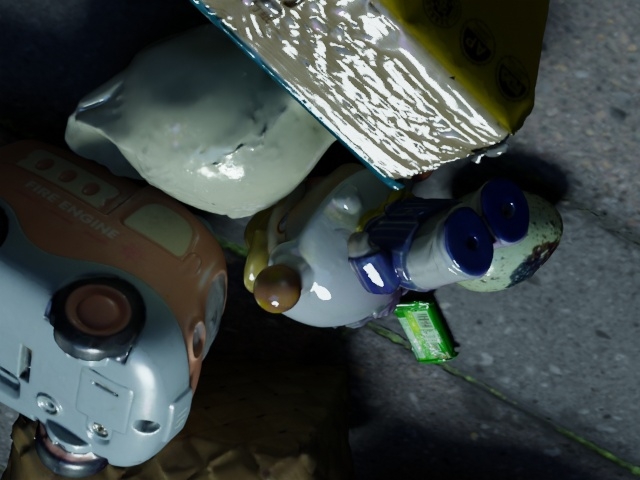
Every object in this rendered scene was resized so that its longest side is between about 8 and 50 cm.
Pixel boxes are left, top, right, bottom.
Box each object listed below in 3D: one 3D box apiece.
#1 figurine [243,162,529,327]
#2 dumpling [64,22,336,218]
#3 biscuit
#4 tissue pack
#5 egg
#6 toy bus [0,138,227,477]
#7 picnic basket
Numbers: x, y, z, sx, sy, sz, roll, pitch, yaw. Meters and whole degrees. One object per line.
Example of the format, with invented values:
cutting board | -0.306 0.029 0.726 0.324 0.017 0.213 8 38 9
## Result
figurine | 0.056 -0.004 1.257 0.274 0.194 0.133 -19 114 37
dumpling | -0.067 -0.089 1.265 0.258 0.147 0.193 -12 161 20
biscuit | 0.096 0.082 1.466 0.046 0.016 0.089 -7 131 25
tissue pack | 0.025 -0.192 1.082 0.134 0.192 0.271 -27 122 38
egg | 0.146 -0.002 1.317 0.110 0.085 0.085 -11 131 14
toy bus | -0.204 0.039 1.341 0.288 0.232 0.194 29 136 12
picnic basket | -0.130 0.277 1.500 0.337 0.293 0.337 3 107 11
